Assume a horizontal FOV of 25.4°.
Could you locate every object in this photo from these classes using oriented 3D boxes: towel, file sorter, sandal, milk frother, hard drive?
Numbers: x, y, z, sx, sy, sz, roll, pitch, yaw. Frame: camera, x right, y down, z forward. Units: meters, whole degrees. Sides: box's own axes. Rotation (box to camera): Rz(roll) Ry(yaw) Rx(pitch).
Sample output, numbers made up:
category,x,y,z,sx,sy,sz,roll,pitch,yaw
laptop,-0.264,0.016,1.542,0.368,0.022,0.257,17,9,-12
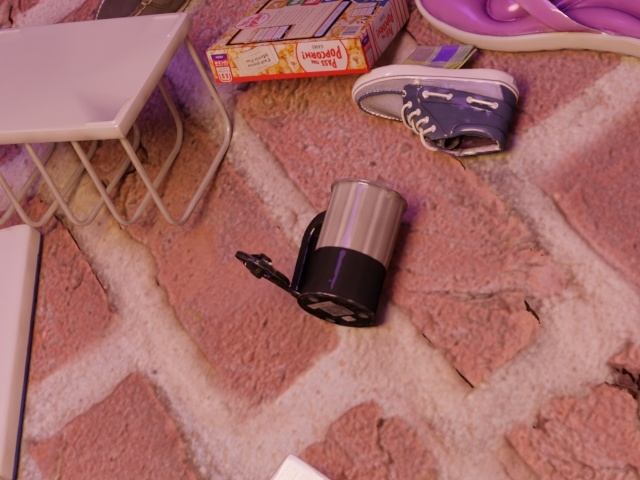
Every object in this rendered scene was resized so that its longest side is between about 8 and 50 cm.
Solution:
category,x,y,z,sx,sy,sz,roll,pitch,yaw
towel,0.126,-0.199,1.573,0.083,0.009,0.060,9,46,46
file sorter,-0.273,-0.127,1.631,0.277,0.173,0.193,0,45,27
sandal,0.280,-0.283,1.505,0.416,0.102,0.169,13,68,33
milk frother,0.000,0.000,1.450,0.129,0.143,0.135,0,63,35
hard drive,-0.434,0.145,1.649,0.210,0.040,0.319,-13,56,20

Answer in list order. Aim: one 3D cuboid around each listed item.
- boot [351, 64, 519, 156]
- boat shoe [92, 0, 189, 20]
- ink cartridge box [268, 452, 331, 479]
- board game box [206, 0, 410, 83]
category,x,y,z,sx,sy,sz,roll,pitch,yaw
boot,0.114,-0.136,1.521,0.190,0.069,0.086,0,56,26
boat shoe,-0.178,-0.378,1.804,0.335,0.095,0.112,-41,51,-1
ink cartridge box,0.009,0.339,1.310,0.232,0.066,0.189,34,79,16
board game box,-0.013,-0.237,1.626,0.193,0.045,0.147,0,33,27
